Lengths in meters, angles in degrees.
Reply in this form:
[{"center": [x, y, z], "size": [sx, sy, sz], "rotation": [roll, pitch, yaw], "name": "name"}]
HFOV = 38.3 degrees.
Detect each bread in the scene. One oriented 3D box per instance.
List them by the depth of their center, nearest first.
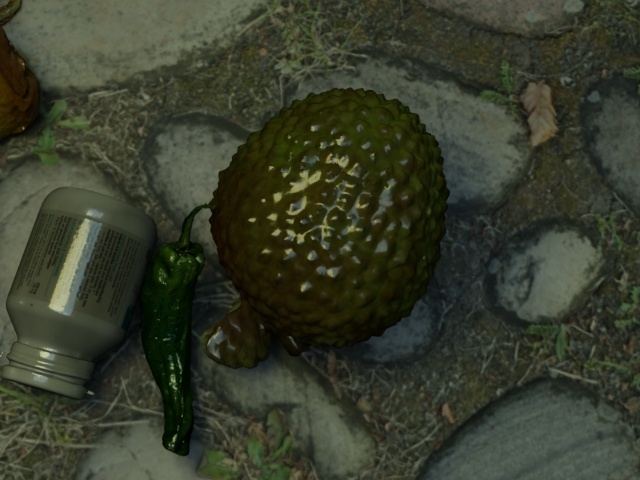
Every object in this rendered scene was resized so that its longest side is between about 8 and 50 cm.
[{"center": [-0.436, -0.219, 1.035], "size": [0.160, 0.147, 0.260], "rotation": [-34, 105, -13], "name": "bread"}]

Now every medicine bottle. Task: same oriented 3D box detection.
[{"center": [-0.273, 0.062, 1.023], "size": [0.135, 0.135, 0.215], "rotation": [16, 76, -3], "name": "medicine bottle"}]

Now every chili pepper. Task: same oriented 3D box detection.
[{"center": [-0.163, 0.090, 1.019], "size": [0.065, 0.122, 0.279], "rotation": [-4, 102, -30], "name": "chili pepper"}]

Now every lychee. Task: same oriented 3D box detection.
[{"center": [0.005, -0.010, 1.012], "size": [0.270, 0.270, 0.320], "rotation": [3, 117, -6], "name": "lychee"}]

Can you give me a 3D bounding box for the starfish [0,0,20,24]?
[{"center": [-0.472, -0.296, 1.112], "size": [0.209, 0.053, 0.150], "rotation": [1, 97, -17], "name": "starfish"}]
